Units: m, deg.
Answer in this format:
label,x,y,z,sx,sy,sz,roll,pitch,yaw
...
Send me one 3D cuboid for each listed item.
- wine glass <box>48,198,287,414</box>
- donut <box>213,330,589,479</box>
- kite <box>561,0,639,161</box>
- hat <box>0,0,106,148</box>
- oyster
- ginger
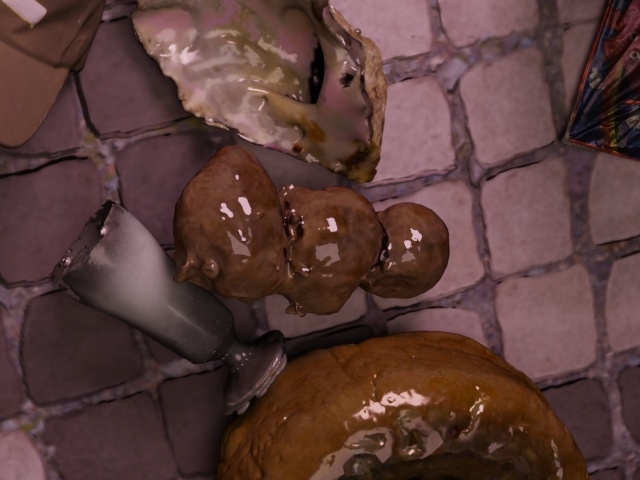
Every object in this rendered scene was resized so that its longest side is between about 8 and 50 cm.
label,x,y,z,sx,sy,sz,roll,pitch,yaw
wine glass,-0.098,0.046,0.946,0.155,0.072,0.072,39,90,-18
donut,0.056,0.173,0.983,0.261,0.128,0.209,-9,103,-14
kite,0.268,-0.135,1.037,0.234,0.016,0.321,-30,106,-5
hat,-0.198,-0.148,0.834,0.166,0.173,0.144,24,101,-19
oyster,-0.031,-0.131,0.932,0.209,0.072,0.133,28,123,-5
ginger,0.000,0.000,0.943,0.204,0.080,0.104,13,70,-28
